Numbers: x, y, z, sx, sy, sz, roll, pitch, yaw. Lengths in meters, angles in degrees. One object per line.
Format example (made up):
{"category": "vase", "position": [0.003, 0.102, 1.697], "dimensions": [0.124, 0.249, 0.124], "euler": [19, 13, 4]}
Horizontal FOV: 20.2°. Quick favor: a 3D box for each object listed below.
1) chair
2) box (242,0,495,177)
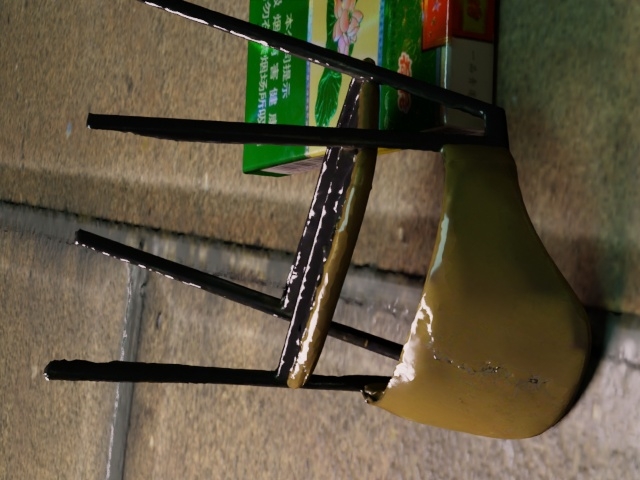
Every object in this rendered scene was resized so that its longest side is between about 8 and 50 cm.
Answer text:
{"category": "chair", "position": [0.000, 0.000, 0.889], "dimensions": [0.172, 0.246, 0.159], "euler": [-91, 14, -57]}
{"category": "box", "position": [0.022, -0.113, 1.024], "dimensions": [0.235, 0.034, 0.132], "euler": [-7, 79, 61]}
